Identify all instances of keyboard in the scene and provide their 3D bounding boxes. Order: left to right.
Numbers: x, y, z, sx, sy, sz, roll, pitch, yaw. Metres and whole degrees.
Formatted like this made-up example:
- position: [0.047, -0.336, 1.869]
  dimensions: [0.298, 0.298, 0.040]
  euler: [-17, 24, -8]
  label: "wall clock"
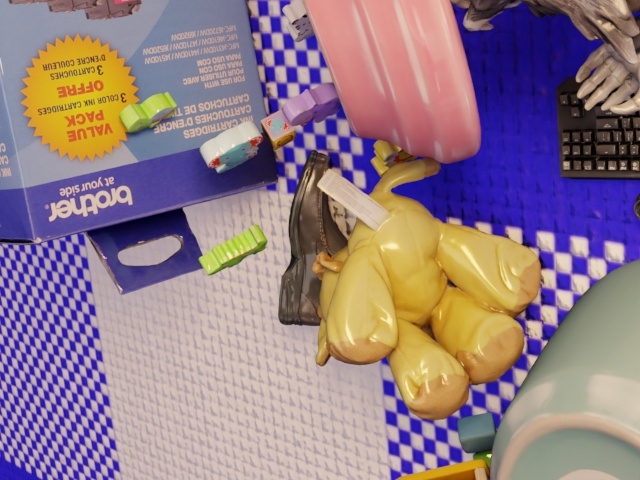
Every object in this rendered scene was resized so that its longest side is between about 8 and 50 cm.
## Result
- position: [0.244, -0.064, 0.805]
  dimensions: [0.180, 0.023, 0.108]
  euler: [5, 108, 48]
  label: "keyboard"

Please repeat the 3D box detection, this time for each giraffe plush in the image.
- position: [0.057, 0.047, 0.965]
  dimensions: [0.210, 0.181, 0.170]
  euler: [52, 158, 5]
  label: "giraffe plush"

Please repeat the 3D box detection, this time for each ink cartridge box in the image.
- position: [-0.203, -0.155, 1.070]
  dimensions: [0.151, 0.270, 0.395]
  euler: [5, 108, 52]
  label: "ink cartridge box"

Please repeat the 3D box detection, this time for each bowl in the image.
- position: [0.241, 0.177, 0.795]
  dimensions: [0.312, 0.163, 0.311]
  euler: [19, 118, 41]
  label: "bowl"

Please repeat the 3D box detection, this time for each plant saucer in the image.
- position: [0.018, -0.203, 0.800]
  dimensions: [0.332, 0.084, 0.332]
  euler: [-20, -90, -86]
  label: "plant saucer"

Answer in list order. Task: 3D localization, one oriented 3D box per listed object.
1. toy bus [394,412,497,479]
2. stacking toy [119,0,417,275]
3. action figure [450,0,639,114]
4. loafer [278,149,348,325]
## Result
- position: [0.113, 0.260, 0.929]
  dimensions: [0.104, 0.191, 0.202]
  euler: [-14, 96, 10]
  label: "toy bus"
- position: [-0.042, -0.096, 0.979]
  dimensions: [0.167, 0.221, 0.052]
  euler: [57, 172, 15]
  label: "stacking toy"
- position: [0.156, -0.156, 0.672]
  dimensions: [0.164, 0.276, 0.141]
  euler: [53, 139, 20]
  label: "action figure"
- position: [0.000, 0.000, 1.082]
  dimensions: [0.061, 0.062, 0.170]
  euler: [8, 108, 4]
  label: "loafer"
